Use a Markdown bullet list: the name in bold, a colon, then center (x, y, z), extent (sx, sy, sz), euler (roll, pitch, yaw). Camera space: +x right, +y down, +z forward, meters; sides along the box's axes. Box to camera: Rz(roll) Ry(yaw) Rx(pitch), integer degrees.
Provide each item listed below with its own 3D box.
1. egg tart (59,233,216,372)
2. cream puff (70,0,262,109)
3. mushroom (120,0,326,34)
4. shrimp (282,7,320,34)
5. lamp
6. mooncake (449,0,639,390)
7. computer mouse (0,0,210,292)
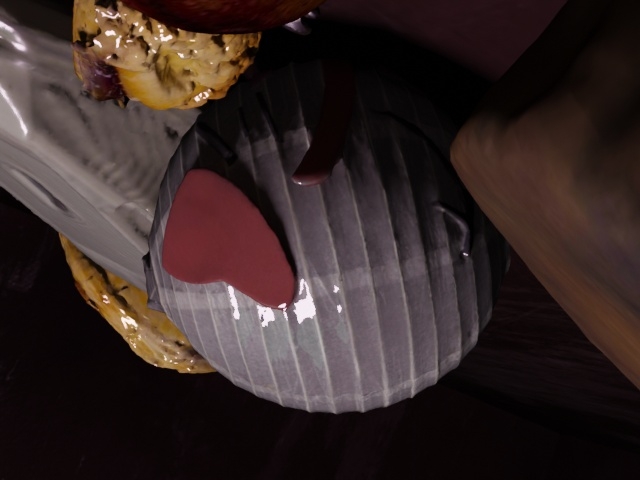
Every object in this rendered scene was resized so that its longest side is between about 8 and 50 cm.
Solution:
- **egg tart**: center (-0.157, 0.022, 1.366), extent (0.290, 0.115, 0.290), euler (34, -152, -21)
- **cream puff**: center (-0.075, -0.123, 0.579), extent (0.104, 0.119, 0.133), euler (0, -174, -10)
- **mushroom**: center (-0.081, -0.173, 0.340), extent (0.217, 0.148, 0.227), euler (37, 171, 32)
- **shrimp**: center (-0.102, -0.175, 0.494), extent (0.262, 0.066, 0.117), euler (36, -177, -6)
- **lamp**: center (0.000, 0.000, 0.765), extent (0.233, 0.233, 0.265), euler (22, -175, -9)
- **mooncake**: center (0.190, 0.007, 0.413), extent (0.290, 0.161, 0.290), euler (44, 180, 0)
- **computer mouse**: center (-0.180, -0.096, 0.908), extent (0.228, 0.145, 0.429), euler (23, 163, 41)
